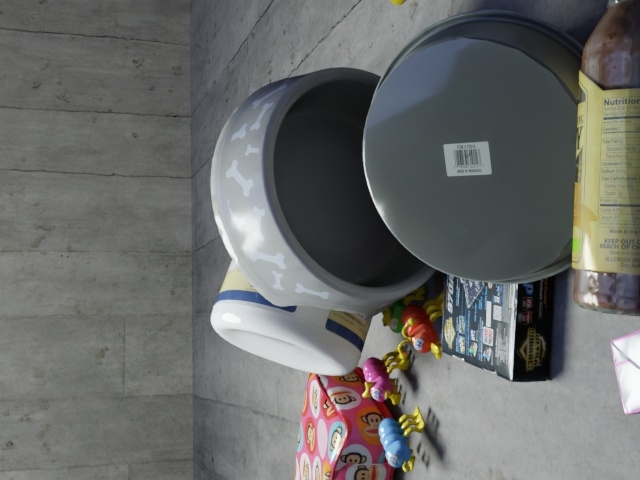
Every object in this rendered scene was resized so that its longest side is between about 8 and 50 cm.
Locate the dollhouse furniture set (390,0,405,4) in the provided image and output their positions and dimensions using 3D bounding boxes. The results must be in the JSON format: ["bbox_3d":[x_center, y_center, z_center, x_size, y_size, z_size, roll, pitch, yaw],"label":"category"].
[{"bbox_3d":[-0.004,-0.439,1.292,0.303,0.286,0.198,-94,16,-50],"label":"dollhouse furniture set"}]

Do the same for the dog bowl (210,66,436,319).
[{"bbox_3d":[0.035,-0.067,1.111,0.102,0.348,0.349,-19,71,56],"label":"dog bowl"}]

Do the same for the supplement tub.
[{"bbox_3d":[-0.010,0.020,1.267,0.228,0.228,0.316,-34,34,67],"label":"supplement tub"}]

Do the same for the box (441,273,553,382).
[{"bbox_3d":[0.208,0.044,1.011,0.175,0.051,0.220,-170,81,-71],"label":"box"}]

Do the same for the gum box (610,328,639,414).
[{"bbox_3d":[0.316,0.079,0.610,0.188,0.107,0.062,133,134,-63],"label":"gum box"}]

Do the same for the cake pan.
[{"bbox_3d":[0.164,-0.085,0.873,0.293,0.054,0.293,12,114,30],"label":"cake pan"}]

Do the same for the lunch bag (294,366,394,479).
[{"bbox_3d":[0.026,0.366,1.423,0.258,0.120,0.293,-128,42,-62],"label":"lunch bag"}]

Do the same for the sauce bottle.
[{"bbox_3d":[0.279,-0.110,0.730,0.111,0.111,0.345,-175,88,-71],"label":"sauce bottle"}]

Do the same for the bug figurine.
[{"bbox_3d":[0.113,0.183,1.222,0.216,0.072,0.279,-113,29,-64],"label":"bug figurine"}]
